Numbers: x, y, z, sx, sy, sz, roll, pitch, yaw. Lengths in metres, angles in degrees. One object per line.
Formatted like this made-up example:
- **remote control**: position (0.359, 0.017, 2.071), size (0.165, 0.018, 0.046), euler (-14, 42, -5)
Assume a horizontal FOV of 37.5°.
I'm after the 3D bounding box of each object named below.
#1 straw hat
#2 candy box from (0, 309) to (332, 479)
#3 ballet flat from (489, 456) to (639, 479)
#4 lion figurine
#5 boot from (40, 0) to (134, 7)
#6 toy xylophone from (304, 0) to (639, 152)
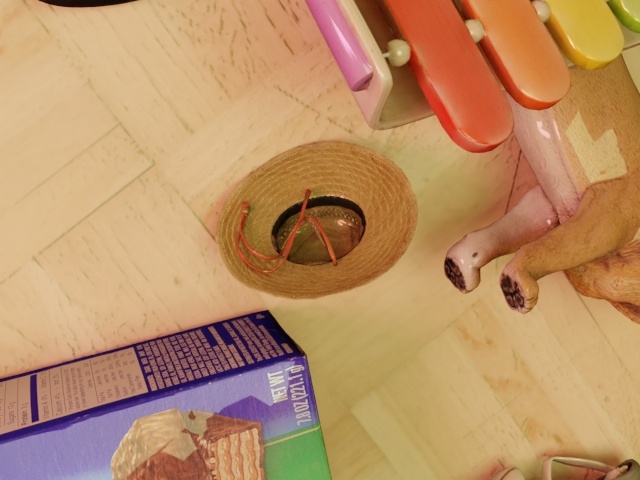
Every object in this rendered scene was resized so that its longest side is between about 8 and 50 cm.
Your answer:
- **straw hat**: position (0.000, 0.000, 0.686), size (0.144, 0.144, 0.061), euler (-28, 145, -11)
- **candy box**: position (-0.147, 0.223, 0.651), size (0.317, 0.122, 0.268), euler (-14, 104, -13)
- **ballet flat**: position (0.180, 0.219, 0.791), size (0.213, 0.072, 0.068), euler (-3, 73, -18)
- **lion figurine**: position (0.178, -0.098, 0.690), size (0.240, 0.142, 0.392), euler (-26, 102, -19)
- **boot**: position (-0.192, -0.294, 0.566), size (0.264, 0.096, 0.281), euler (-1, 81, -37)
- **toy xylophone**: position (0.105, -0.188, 0.583), size (0.322, 0.081, 0.236), euler (-30, 82, -26)
